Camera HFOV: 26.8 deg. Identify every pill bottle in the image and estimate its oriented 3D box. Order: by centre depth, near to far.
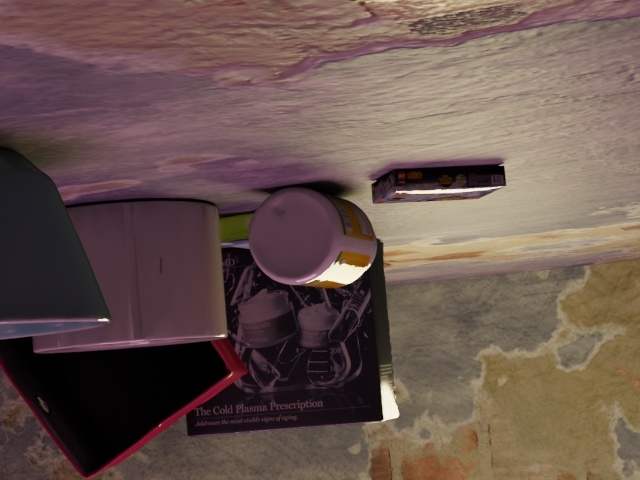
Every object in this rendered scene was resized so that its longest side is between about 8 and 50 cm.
[{"bbox_3d":[0.000,0.000,1.669,0.117,0.118,0.208,-7,175,19],"label":"pill bottle"}]

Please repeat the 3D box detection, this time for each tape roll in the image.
[{"bbox_3d":[-0.243,0.049,1.688,0.246,0.169,0.246,-5,174,-1],"label":"tape roll"}]

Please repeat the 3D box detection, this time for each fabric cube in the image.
[{"bbox_3d":[-0.284,0.160,1.935,0.259,0.254,0.258,-36,176,-2],"label":"fabric cube"}]

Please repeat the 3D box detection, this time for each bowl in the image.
[{"bbox_3d":[-0.351,0.009,1.218,0.311,0.163,0.311,-5,175,0],"label":"bowl"}]

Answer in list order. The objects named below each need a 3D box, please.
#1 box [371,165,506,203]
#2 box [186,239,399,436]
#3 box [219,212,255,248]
[{"bbox_3d":[0.138,-0.065,1.581,0.137,0.027,0.094,-3,173,-15],"label":"box"},{"bbox_3d":[-0.057,0.166,2.312,0.343,0.313,0.179,-7,174,12],"label":"box"},{"bbox_3d":[-0.063,-0.013,1.856,0.109,0.043,0.178,-8,173,26],"label":"box"}]
